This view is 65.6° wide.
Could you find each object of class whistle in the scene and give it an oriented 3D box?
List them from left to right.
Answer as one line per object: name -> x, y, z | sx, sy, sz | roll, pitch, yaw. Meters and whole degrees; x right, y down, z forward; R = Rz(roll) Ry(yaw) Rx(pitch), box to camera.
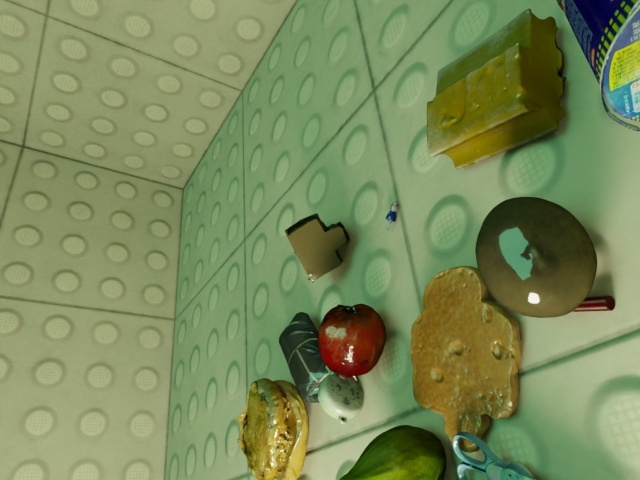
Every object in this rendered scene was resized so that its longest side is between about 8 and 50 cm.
whistle -> 0.051, 0.384, 1.348 | 0.067, 0.126, 0.257 | -56, 22, 34
whistle -> 0.197, -0.069, 1.372 | 0.033, 0.029, 0.083 | 46, -119, -81

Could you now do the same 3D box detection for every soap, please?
soap -> 0.372, -0.320, 1.080 | 0.281, 0.143, 0.259 | -25, 54, 60

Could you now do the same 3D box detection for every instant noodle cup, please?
instant noodle cup -> 0.508, -0.369, 0.756 | 0.284, 0.284, 0.312 | -49, 31, 38

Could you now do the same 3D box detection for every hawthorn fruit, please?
hawthorn fruit -> 0.083, 0.269, 1.284 | 0.185, 0.185, 0.202 | 1, 96, 60

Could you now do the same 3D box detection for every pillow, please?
pillow -> -0.038, 0.363, 1.523 | 0.161, 0.093, 0.335 | -59, 34, 22

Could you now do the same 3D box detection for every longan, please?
longan -> 0.370, 0.032, 0.862 | 0.196, 0.197, 0.220 | -49, 46, 39

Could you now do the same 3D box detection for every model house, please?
model house -> 0.000, 0.000, 1.595 | 0.176, 0.180, 0.248 | -29, 9, 3

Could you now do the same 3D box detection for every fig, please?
fig -> 0.156, 0.492, 1.038 | 0.167, 0.234, 0.167 | 36, 145, 31

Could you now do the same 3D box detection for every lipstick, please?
lipstick -> 0.433, 0.118, 0.891 | 0.177, 0.027, 0.027 | -19, 62, 58

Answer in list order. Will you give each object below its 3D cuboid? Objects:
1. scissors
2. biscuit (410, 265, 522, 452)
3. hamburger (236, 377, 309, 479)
scissors -> 0.345, 0.423, 0.879 | 0.256, 0.030, 0.125 | -6, 98, 53
biscuit -> 0.300, 0.239, 1.035 | 0.269, 0.051, 0.375 | -20, 64, 53
hamburger -> -0.146, 0.577, 1.537 | 0.319, 0.158, 0.318 | -21, 65, 57
